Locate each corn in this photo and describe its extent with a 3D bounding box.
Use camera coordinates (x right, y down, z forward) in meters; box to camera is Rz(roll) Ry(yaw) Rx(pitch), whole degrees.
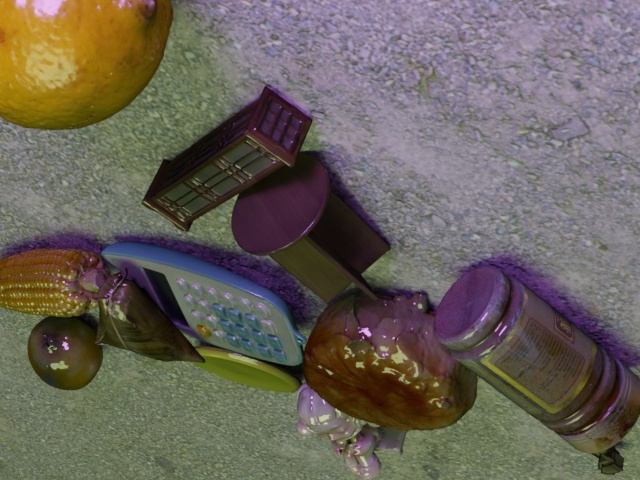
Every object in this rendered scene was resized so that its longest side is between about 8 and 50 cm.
[{"bbox_3d":[-0.510,0.077,2.217,0.347,0.130,0.130,-3,141,42],"label":"corn"}]

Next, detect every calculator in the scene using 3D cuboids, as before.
[{"bbox_3d":[-0.191,0.114,2.103,0.386,0.054,0.256,19,150,24],"label":"calculator"}]

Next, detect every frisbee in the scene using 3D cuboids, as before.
[{"bbox_3d":[-0.147,0.250,2.301,0.236,0.017,0.236,15,163,5],"label":"frisbee"}]

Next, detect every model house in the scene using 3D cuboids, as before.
[{"bbox_3d":[0.487,0.370,2.101,0.083,0.057,0.058,33,143,-20],"label":"model house"}]

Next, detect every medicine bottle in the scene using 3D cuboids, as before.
[{"bbox_3d":[0.330,0.180,1.818,0.322,0.151,0.151,37,146,-22],"label":"medicine bottle"}]

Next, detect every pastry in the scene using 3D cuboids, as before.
[{"bbox_3d":[0.118,0.218,2.023,0.330,0.136,0.329,17,146,11],"label":"pastry"}]

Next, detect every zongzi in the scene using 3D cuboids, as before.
[{"bbox_3d":[-0.294,0.147,2.111,0.204,0.094,0.205,23,151,3],"label":"zongzi"}]

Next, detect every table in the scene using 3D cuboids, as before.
[{"bbox_3d":[0.000,0.000,1.771,0.167,0.167,0.227,-4,149,36],"label":"table"}]

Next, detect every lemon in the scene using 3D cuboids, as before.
[{"bbox_3d":[-0.310,-0.263,1.451,0.310,0.258,0.258,-8,137,45],"label":"lemon"}]

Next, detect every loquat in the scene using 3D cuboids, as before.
[{"bbox_3d":[-0.521,0.233,2.451,0.152,0.152,0.195,14,156,14],"label":"loquat"}]

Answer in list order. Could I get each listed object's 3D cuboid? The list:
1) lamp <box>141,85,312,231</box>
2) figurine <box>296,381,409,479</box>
[{"bbox_3d":[-0.142,-0.110,1.737,0.090,0.089,0.325,35,147,-22],"label":"lamp"},{"bbox_3d":[0.050,0.331,2.257,0.182,0.144,0.256,20,158,46],"label":"figurine"}]
